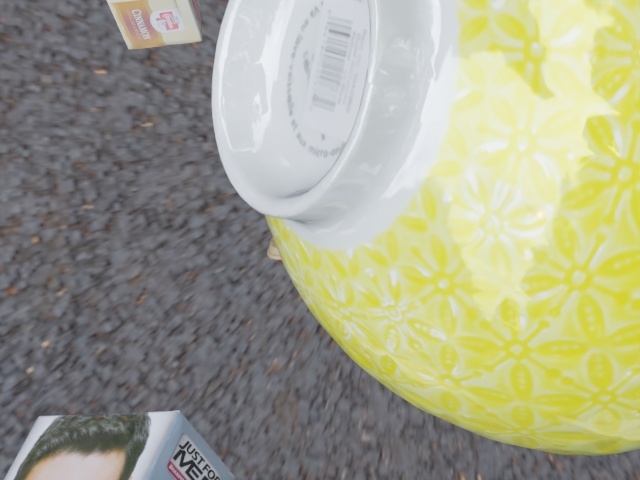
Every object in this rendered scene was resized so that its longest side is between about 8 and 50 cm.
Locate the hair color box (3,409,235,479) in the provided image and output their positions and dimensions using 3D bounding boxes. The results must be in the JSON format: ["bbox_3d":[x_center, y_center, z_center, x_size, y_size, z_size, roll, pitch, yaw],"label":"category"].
[{"bbox_3d":[-0.240,0.333,1.477,0.185,0.374,0.114,-6,133,34],"label":"hair color box"}]

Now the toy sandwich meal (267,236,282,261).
[{"bbox_3d":[0.000,0.000,1.269,0.085,0.085,0.029,-24,108,5],"label":"toy sandwich meal"}]

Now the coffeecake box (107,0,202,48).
[{"bbox_3d":[-0.146,-0.276,1.372,0.068,0.142,0.186,-7,67,4],"label":"coffeecake box"}]

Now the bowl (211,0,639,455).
[{"bbox_3d":[0.052,-0.060,0.658,0.156,0.289,0.290,7,95,-34],"label":"bowl"}]
